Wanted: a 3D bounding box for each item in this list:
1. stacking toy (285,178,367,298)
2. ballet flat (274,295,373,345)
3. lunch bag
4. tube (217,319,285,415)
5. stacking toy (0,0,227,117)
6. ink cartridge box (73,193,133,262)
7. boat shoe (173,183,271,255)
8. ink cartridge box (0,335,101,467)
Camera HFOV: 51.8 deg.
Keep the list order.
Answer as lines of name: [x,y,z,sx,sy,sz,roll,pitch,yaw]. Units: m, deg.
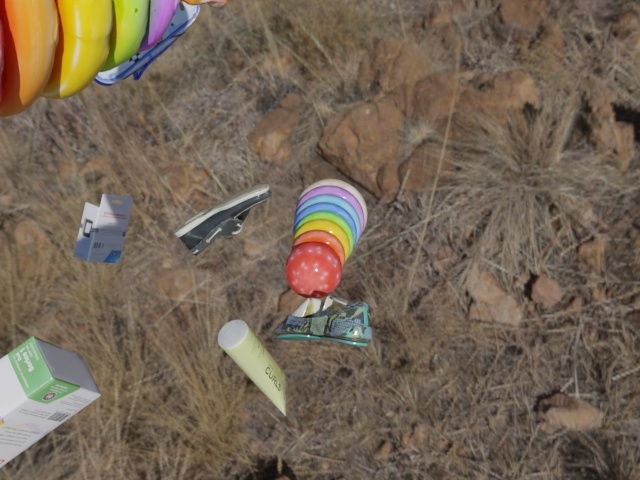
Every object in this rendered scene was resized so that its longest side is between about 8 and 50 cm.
stacking toy: [0.000,0.000,1.132,0.141,0.141,0.330,-13,17,13]
ballet flat: [0.004,0.107,0.889,0.188,0.070,0.070,-7,46,50]
lunch bag: [-0.421,-0.478,1.395,0.303,0.243,0.115,-42,22,-10]
tube: [-0.113,0.236,1.246,0.062,0.240,0.070,21,62,39]
stacking toy: [-0.143,-0.154,0.383,0.175,0.166,0.302,-2,20,45]
ink cartridge box: [-0.560,-0.036,1.705,0.060,0.104,0.180,19,96,32]
boat shoe: [-0.193,-0.046,1.382,0.233,0.079,0.084,-28,15,17]
ink cartridge box: [-0.643,0.347,1.383,0.278,0.201,0.117,-36,66,-4]
